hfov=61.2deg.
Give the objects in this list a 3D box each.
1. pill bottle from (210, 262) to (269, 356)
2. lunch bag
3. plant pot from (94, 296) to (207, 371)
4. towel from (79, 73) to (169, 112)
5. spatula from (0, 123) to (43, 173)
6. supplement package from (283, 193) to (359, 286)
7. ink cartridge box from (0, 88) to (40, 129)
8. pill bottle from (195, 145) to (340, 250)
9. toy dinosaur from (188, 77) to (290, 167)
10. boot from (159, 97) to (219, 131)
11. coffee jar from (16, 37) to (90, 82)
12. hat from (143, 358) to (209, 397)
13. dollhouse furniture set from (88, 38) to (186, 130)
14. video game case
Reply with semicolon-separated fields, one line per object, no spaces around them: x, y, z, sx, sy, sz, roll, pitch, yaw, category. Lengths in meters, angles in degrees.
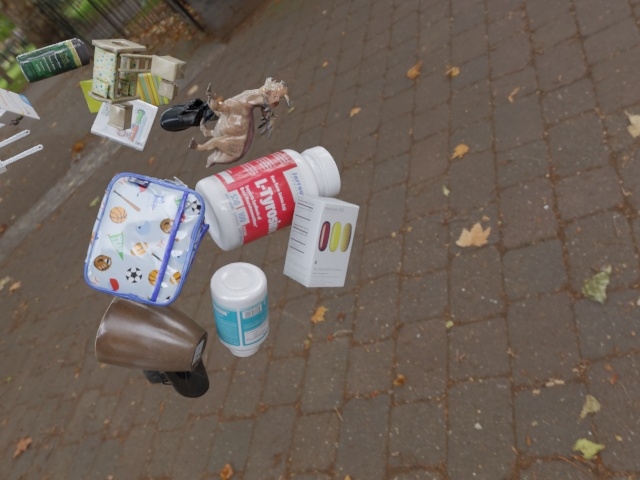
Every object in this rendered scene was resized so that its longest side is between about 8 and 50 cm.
-0.214;0.198;1.467;0.146;0.264;0.146;2;40;-2;pill bottle
-0.400;-0.008;1.276;0.115;0.243;0.303;178;109;-81;lunch bag
-0.423;0.253;1.414;0.215;0.231;0.215;18;-90;-86;plant pot
-0.582;-0.443;1.614;0.238;0.102;0.021;-7;36;-1;towel
-1.097;-0.328;1.866;0.242;0.168;0.019;-24;22;1;spatula
0.000;0.000;1.570;0.134;0.139;0.243;23;107;51;supplement package
-1.008;-0.427;1.732;0.062;0.104;0.181;-38;-8;11;ink cartridge box
-0.154;-0.143;1.663;0.408;0.228;0.229;-25;27;-21;pill bottle
-0.210;-0.284;1.387;0.127;0.201;0.295;-91;24;-64;toy dinosaur
-0.467;-0.436;1.881;0.247;0.094;0.207;-10;13;4;boot
-0.742;-0.506;1.514;0.185;0.079;0.096;-27;30;-18;coffee jar
-0.502;0.393;1.764;0.134;0.331;0.331;-28;35;6;hat
-0.374;-0.290;1.090;0.101;0.161;0.181;-45;-26;-60;dollhouse furniture set
-0.554;-0.344;1.539;0.019;0.143;0.157;-41;35;55;video game case
